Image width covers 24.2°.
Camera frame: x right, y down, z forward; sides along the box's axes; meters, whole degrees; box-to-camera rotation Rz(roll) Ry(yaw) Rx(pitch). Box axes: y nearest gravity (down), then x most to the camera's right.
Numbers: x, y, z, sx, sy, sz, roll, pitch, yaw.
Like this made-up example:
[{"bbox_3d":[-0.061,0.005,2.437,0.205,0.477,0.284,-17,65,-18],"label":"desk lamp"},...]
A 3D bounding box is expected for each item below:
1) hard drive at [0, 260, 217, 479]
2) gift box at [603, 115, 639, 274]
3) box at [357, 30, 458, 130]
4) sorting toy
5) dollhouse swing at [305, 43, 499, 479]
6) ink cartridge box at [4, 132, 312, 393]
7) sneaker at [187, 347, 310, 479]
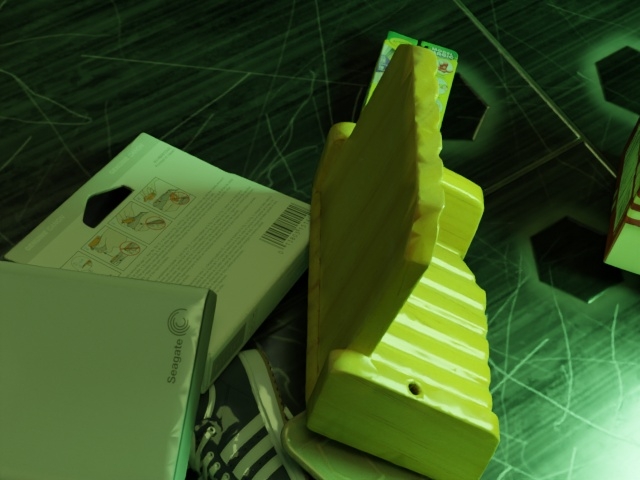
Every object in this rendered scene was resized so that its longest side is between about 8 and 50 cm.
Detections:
[{"bbox_3d":[-0.300,0.143,1.553,0.353,0.047,0.233,7,78,11],"label":"hard drive"},{"bbox_3d":[0.510,-0.053,1.839,0.258,0.255,0.276,18,50,1],"label":"gift box"},{"bbox_3d":[0.114,-0.191,1.959,0.105,0.043,0.179,18,59,-1],"label":"box"},{"bbox_3d":[0.056,0.269,1.579,0.229,0.041,0.307,44,27,13],"label":"sorting toy"},{"bbox_3d":[0.139,0.017,1.604,0.315,0.305,0.346,25,44,-25],"label":"dollhouse swing"},{"bbox_3d":[-0.170,0.016,1.709,0.261,0.066,0.296,24,41,15],"label":"ink cartridge box"},{"bbox_3d":[-0.102,0.248,1.596,0.153,0.099,0.282,-6,54,-21],"label":"sneaker"}]
